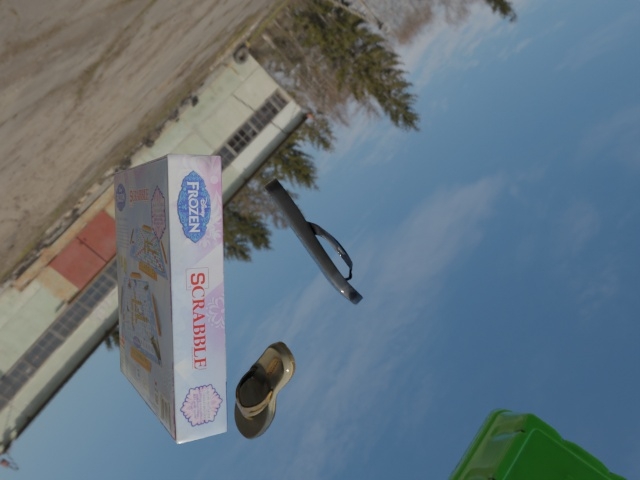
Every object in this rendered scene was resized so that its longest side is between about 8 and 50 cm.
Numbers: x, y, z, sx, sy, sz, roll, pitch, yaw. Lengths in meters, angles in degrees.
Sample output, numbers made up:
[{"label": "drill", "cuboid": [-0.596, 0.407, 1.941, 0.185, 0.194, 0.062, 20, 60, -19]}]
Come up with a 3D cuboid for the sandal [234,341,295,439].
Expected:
[{"label": "sandal", "cuboid": [-0.092, 0.220, 0.781, 0.049, 0.072, 0.180, -12, 138, -48]}]

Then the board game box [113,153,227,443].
[{"label": "board game box", "cuboid": [-0.213, 0.057, 0.726, 0.318, 0.065, 0.318, 6, -82, 59]}]

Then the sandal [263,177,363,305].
[{"label": "sandal", "cuboid": [0.000, 0.000, 0.896, 0.054, 0.255, 0.097, -35, -174, -5]}]

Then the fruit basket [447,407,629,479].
[{"label": "fruit basket", "cuboid": [0.395, 0.514, 0.947, 0.283, 0.392, 0.392, -47, -163, -23]}]
